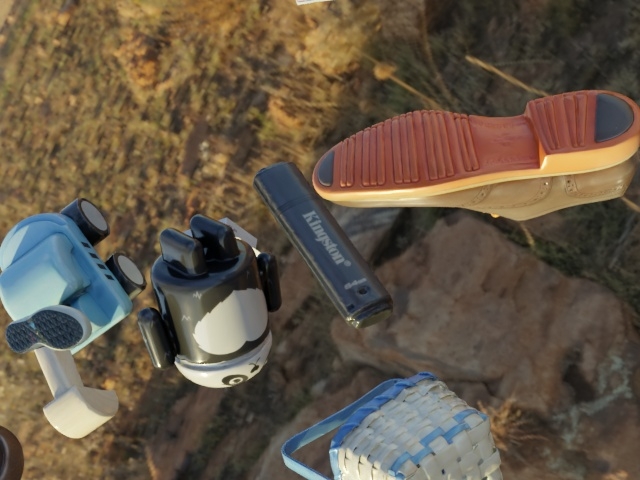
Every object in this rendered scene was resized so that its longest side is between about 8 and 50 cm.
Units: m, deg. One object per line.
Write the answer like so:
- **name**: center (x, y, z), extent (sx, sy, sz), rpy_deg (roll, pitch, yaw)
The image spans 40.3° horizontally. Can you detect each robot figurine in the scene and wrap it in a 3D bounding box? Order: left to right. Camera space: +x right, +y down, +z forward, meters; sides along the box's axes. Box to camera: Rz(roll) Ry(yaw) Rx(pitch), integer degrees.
- **robot figurine**: center (-0.170, 0.102, 1.392), extent (0.173, 0.209, 0.278), rpy_deg (-91, -7, -64)

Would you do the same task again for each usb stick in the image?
- **usb stick**: center (0.000, 0.000, 1.182), extent (0.278, 0.077, 0.045), rpy_deg (55, 145, 27)

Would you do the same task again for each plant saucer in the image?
- **plant saucer**: center (-0.526, 0.337, 1.288), extent (0.029, 0.169, 0.168), rpy_deg (91, 180, -51)

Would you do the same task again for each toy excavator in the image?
- **toy excavator**: center (-0.515, 0.150, 1.741), extent (0.222, 0.432, 0.445), rpy_deg (-35, 1, 11)

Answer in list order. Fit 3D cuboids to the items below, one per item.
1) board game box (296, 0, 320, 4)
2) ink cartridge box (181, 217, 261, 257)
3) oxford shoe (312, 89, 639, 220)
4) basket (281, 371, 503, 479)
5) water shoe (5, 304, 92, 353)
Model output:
- **board game box**: center (0.073, -0.384, 0.771), extent (0.318, 0.318, 0.066), rpy_deg (9, 32, 42)
- **ink cartridge box**: center (-0.208, 0.011, 1.847), extent (0.180, 0.104, 0.060), rpy_deg (-16, 54, 32)
- **oxford shoe**: center (0.175, -0.068, 0.992), extent (0.364, 0.132, 0.129), rpy_deg (-5, 49, 13)
- **basket**: center (0.108, 0.319, 1.337), extent (0.255, 0.201, 0.289), rpy_deg (-27, 29, -25)
- **water shoe**: center (-0.425, 0.134, 1.407), extent (0.203, 0.080, 0.072), rpy_deg (-10, 99, 36)
